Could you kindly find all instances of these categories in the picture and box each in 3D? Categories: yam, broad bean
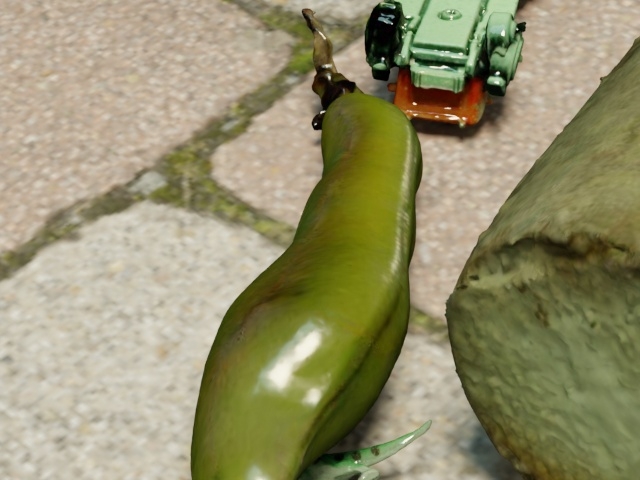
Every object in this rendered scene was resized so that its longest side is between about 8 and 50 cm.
[{"bbox_3d":[0.163,-0.011,0.700,0.161,0.161,0.268,19,47,24],"label":"yam"},{"bbox_3d":[0.004,0.007,0.757,0.075,0.067,0.325,4,32,7],"label":"broad bean"}]

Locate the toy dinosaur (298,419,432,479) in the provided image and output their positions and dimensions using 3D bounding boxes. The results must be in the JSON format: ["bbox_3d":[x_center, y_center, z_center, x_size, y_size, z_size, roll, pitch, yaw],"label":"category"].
[{"bbox_3d":[-0.003,0.087,0.707,0.062,0.021,0.083,20,47,43],"label":"toy dinosaur"}]

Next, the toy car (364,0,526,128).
[{"bbox_3d":[0.067,-0.111,0.899,0.073,0.054,0.143,7,35,9],"label":"toy car"}]
